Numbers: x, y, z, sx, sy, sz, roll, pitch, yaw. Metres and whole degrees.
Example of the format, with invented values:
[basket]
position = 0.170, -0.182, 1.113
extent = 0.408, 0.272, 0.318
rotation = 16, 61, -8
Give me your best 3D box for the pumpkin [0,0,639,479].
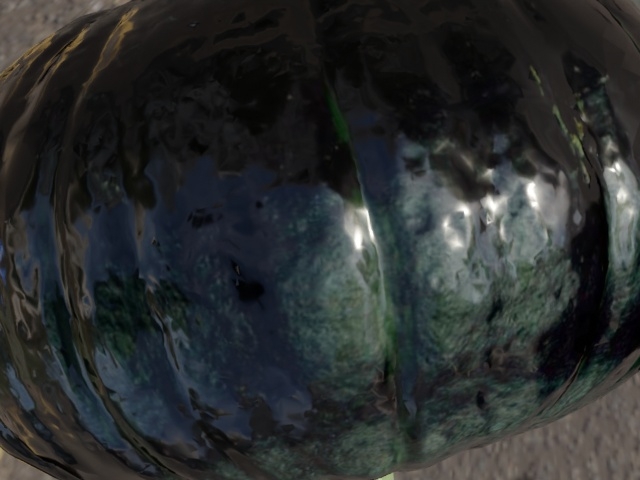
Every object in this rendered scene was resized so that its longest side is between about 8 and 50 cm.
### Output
[pumpkin]
position = 0.000, 0.000, 0.403
extent = 0.202, 0.202, 0.140
rotation = -16, 90, 11
